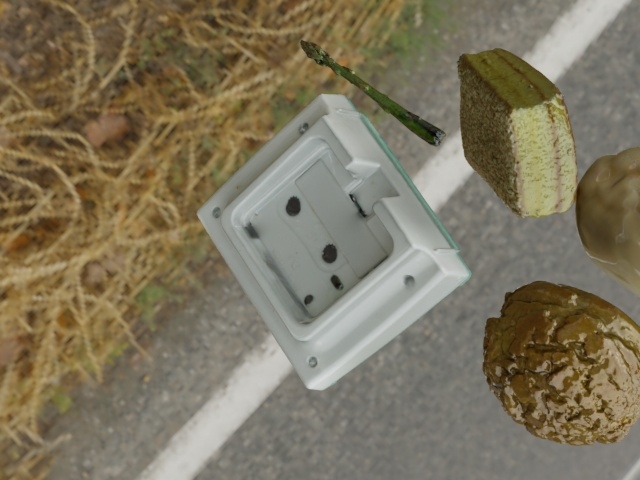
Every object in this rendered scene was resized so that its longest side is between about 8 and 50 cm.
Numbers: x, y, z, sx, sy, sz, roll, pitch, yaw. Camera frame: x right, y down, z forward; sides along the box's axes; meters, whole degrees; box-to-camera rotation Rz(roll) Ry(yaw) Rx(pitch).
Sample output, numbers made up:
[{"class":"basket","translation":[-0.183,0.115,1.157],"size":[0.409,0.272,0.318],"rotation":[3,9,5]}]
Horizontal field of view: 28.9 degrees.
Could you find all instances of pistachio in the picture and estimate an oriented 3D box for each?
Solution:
[{"class":"pistachio","translation":[0.317,0.001,1.069],"size":[0.144,0.215,0.144],"rotation":[-55,-171,13]}]

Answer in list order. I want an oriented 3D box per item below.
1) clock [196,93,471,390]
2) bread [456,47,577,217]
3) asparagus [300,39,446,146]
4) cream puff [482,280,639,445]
[{"class":"clock","translation":[0.000,0.000,1.381],"size":[0.231,0.262,0.116],"rotation":[-40,161,20]},{"class":"bread","translation":[0.278,-0.153,1.746],"size":[0.110,0.234,0.184],"rotation":[-14,120,-7]},{"class":"asparagus","translation":[0.058,-0.183,1.503],"size":[0.022,0.233,0.023],"rotation":[-50,158,-4]},{"class":"cream puff","translation":[0.184,0.098,0.943],"size":[0.103,0.144,0.126],"rotation":[-50,118,-20]}]
